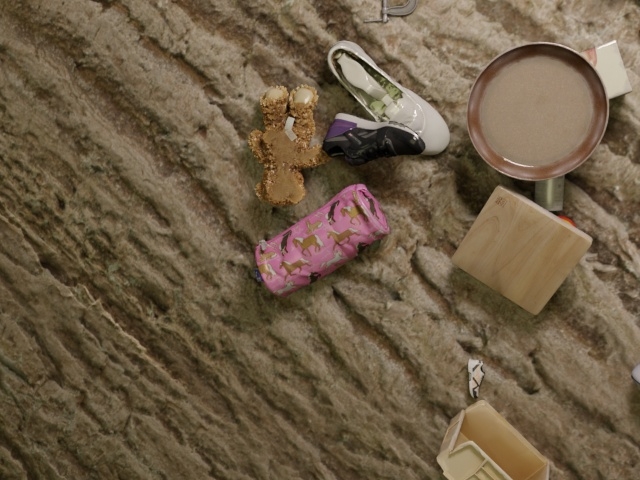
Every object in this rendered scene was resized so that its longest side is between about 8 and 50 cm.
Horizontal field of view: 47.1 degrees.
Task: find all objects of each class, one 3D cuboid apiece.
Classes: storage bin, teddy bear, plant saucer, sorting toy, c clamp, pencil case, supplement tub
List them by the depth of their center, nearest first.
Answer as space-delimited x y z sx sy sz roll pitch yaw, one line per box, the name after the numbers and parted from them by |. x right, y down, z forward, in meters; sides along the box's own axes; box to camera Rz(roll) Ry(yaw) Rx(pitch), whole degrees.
0.492 -0.293 1.679 0.311 0.050 0.310 4 102 17 | plant saucer
0.570 -0.130 1.828 0.071 0.071 0.107 4 100 17 | supplement tub
0.502 0.012 1.831 0.256 0.089 0.257 33 127 11 | sorting toy
0.445 0.570 1.883 0.260 0.262 0.123 44 111 6 | storage bin
0.184 -0.642 1.890 0.137 0.022 0.160 7 102 16 | c clamp
0.000 0.000 1.986 0.386 0.167 0.160 -31 56 19 | pencil case
-0.087 -0.261 2.006 0.245 0.113 0.337 -14 87 12 | teddy bear

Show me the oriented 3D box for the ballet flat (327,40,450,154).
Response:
0.160 -0.361 1.887 0.400 0.139 0.139 45 109 6 | ballet flat

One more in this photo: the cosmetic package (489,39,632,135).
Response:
0.566 -0.360 1.749 0.296 0.153 0.129 -18 94 18 | cosmetic package

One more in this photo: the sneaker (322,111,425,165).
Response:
0.130 -0.232 1.860 0.283 0.107 0.124 17 71 38 | sneaker

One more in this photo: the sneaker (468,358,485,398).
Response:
0.421 0.372 1.974 0.044 0.040 0.109 -2 99 16 | sneaker

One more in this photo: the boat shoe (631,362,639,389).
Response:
0.898 0.453 1.800 0.367 0.136 0.156 31 110 0 | boat shoe
